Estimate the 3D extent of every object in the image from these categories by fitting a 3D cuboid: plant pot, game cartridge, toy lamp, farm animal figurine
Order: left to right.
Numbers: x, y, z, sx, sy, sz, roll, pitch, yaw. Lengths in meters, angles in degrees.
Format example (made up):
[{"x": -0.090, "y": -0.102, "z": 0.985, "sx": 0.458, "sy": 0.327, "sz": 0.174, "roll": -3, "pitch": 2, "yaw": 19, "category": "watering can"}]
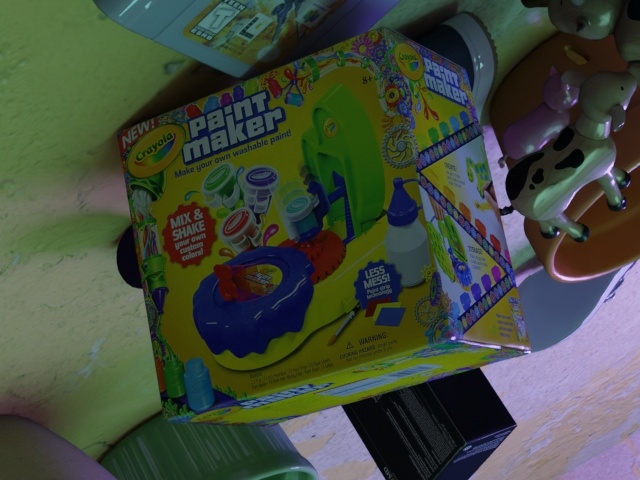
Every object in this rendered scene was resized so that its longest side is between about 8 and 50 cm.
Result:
[{"x": -0.109, "y": 0.033, "z": 1.655, "sx": 0.080, "sy": 0.080, "sz": 0.275, "roll": -42, "pitch": 154, "yaw": 22, "category": "toy lamp"}, {"x": -0.036, "y": -0.226, "z": 1.279, "sx": 0.198, "sy": 0.062, "sz": 0.297, "roll": -37, "pitch": 156, "yaw": 20, "category": "game cartridge"}, {"x": 0.331, "y": -0.119, "z": 1.736, "sx": 0.291, "sy": 0.203, "sz": 0.291, "roll": -25, "pitch": 155, "yaw": -13, "category": "plant pot"}, {"x": 0.302, "y": -0.180, "z": 1.456, "sx": 0.327, "sy": 0.330, "sz": 0.172, "roll": -9, "pitch": 146, "yaw": 30, "category": "farm animal figurine"}]

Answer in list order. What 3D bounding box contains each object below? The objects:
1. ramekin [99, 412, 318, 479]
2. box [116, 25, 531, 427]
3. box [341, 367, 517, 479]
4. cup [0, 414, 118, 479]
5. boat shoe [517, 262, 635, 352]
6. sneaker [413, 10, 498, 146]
[{"x": -0.168, "y": 0.338, "z": 2.080, "sx": 0.303, "sy": 0.148, "sz": 0.303, "roll": -27, "pitch": 155, "yaw": -13, "category": "ramekin"}, {"x": 0.000, "y": 0.000, "z": 1.371, "sx": 0.290, "sy": 0.279, "sz": 0.177, "roll": -19, "pitch": 163, "yaw": 27, "category": "box"}, {"x": 0.119, "y": 0.198, "z": 2.018, "sx": 0.103, "sy": 0.261, "sz": 0.184, "roll": -12, "pitch": 150, "yaw": -38, "category": "box"}, {"x": -0.363, "y": 0.345, "z": 1.750, "sx": 0.331, "sy": 0.237, "sz": 0.331, "roll": -27, "pitch": 156, "yaw": -13, "category": "cup"}, {"x": 0.394, "y": 0.049, "z": 2.255, "sx": 0.306, "sy": 0.113, "sz": 0.105, "roll": -52, "pitch": 159, "yaw": 7, "category": "boat shoe"}, {"x": 0.094, "y": -0.109, "z": 1.596, "sx": 0.153, "sy": 0.099, "sz": 0.282, "roll": -29, "pitch": 149, "yaw": -20, "category": "sneaker"}]
